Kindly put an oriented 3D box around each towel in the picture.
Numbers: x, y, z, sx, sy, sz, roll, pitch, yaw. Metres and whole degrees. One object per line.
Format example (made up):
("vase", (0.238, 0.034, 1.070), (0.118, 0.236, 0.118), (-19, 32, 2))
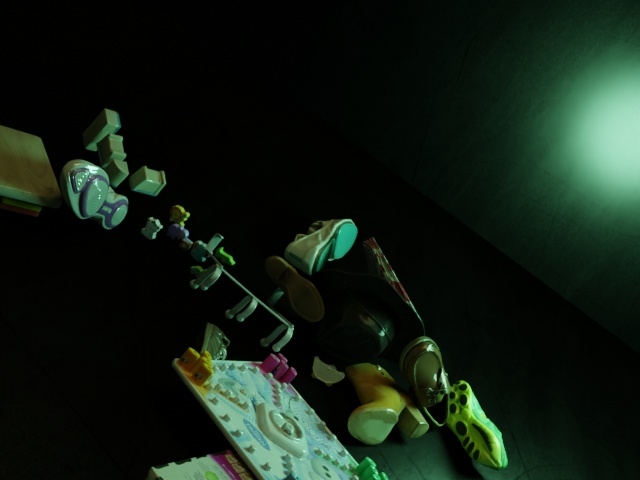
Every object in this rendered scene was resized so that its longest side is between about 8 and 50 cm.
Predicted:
("towel", (0.197, 0.176, 2.372), (0.037, 0.237, 0.329), (-17, 40, -9))

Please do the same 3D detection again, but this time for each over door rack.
("over door rack", (-0.187, 0.129, 1.984), (0.239, 0.108, 0.324), (42, 6, -15))

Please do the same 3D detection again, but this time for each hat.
("hat", (0.080, 0.220, 2.059), (0.331, 0.331, 0.134), (35, 52, -1))

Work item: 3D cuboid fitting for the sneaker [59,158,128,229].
("sneaker", (-0.545, -0.114, 1.899), (0.152, 0.114, 0.305), (32, -12, 10))

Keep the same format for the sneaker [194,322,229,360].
("sneaker", (-0.230, 0.238, 1.775), (0.071, 0.066, 0.188), (32, 23, -12))

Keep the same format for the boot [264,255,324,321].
("boot", (-0.062, 0.114, 2.078), (0.197, 0.073, 0.152), (52, -3, 0))

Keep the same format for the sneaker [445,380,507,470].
("sneaker", (0.391, 0.483, 2.165), (0.123, 0.109, 0.295), (50, 10, -32))

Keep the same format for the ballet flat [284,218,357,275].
("ballet flat", (0.000, 0.000, 2.542), (0.139, 0.139, 0.400), (38, 23, 7))

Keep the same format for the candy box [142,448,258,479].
("candy box", (-0.177, 0.446, 1.418), (0.233, 0.071, 0.159), (6, 35, -53))

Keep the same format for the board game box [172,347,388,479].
("board game box", (-0.066, 0.368, 1.667), (0.390, 0.050, 0.390), (46, 12, 25))

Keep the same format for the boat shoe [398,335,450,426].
("boat shoe", (0.271, 0.346, 2.040), (0.104, 0.110, 0.307), (52, -11, 38))

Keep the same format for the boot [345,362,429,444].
("boot", (0.112, 0.373, 1.976), (0.295, 0.104, 0.211), (18, 22, -48))

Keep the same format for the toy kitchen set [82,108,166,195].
("toy kitchen set", (-0.528, -0.221, 2.264), (0.166, 0.122, 0.207), (13, 51, -44))

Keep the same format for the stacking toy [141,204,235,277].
("stacking toy", (-0.330, 0.003, 2.130), (0.221, 0.052, 0.167), (39, 22, 6))

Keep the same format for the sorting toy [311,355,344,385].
("sorting toy", (0.011, 0.308, 2.022), (0.083, 0.045, 0.075), (31, 15, -9))

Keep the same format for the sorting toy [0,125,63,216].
("sorting toy", (-0.725, -0.157, 1.832), (0.255, 0.089, 0.257), (15, 30, -41))
